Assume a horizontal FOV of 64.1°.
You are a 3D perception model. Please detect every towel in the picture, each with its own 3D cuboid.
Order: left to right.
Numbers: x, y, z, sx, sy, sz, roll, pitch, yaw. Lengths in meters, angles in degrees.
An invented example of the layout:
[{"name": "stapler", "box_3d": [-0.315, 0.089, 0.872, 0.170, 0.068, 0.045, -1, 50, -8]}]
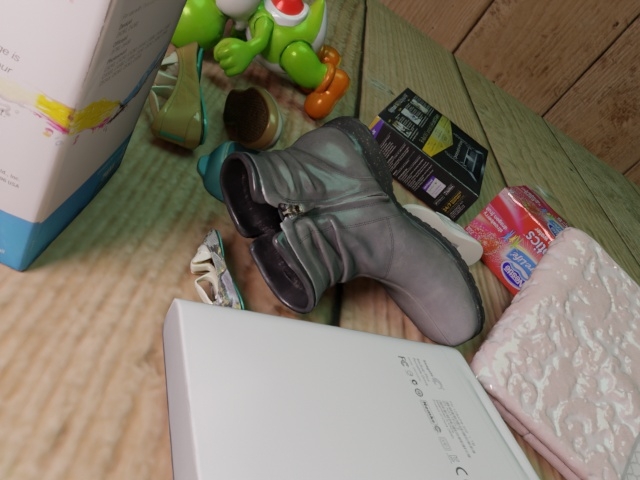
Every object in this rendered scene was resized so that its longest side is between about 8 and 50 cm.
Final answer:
[{"name": "towel", "box_3d": [0.392, 0.177, 0.695, 0.317, 0.053, 0.332, 43, 57, 8]}]

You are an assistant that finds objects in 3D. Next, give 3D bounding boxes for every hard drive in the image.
[{"name": "hard drive", "box_3d": [0.043, 0.174, 0.458, 0.353, 0.047, 0.233, 16, 31, -31]}]

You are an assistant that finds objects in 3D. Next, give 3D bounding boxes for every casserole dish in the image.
[{"name": "casserole dish", "box_3d": [-0.070, -0.075, 0.687, 0.188, 0.037, 0.114, 23, 35, -20]}]

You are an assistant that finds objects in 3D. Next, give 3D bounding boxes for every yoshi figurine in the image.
[{"name": "yoshi figurine", "box_3d": [-0.128, -0.350, 0.893, 0.362, 0.203, 0.203, 32, 71, -36]}]

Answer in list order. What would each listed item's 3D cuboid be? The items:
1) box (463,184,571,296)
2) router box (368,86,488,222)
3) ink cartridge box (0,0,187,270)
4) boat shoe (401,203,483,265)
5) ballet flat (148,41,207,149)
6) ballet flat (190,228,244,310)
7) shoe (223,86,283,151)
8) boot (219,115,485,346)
[{"name": "box", "box_3d": [0.396, 0.033, 0.918, 0.122, 0.128, 0.257, -11, 57, -48]}, {"name": "router box", "box_3d": [0.225, -0.191, 1.072, 0.243, 0.081, 0.309, 39, 33, 0]}, {"name": "ink cartridge box", "box_3d": [-0.247, -0.162, 0.404, 0.198, 0.270, 0.197, 30, 33, -13]}, {"name": "boat shoe", "box_3d": [0.192, -0.018, 0.849, 0.184, 0.066, 0.063, 19, 24, -24]}, {"name": "ballet flat", "box_3d": [-0.196, -0.213, 0.701, 0.073, 0.080, 0.232, 5, 42, -20]}, {"name": "ballet flat", "box_3d": [-0.110, 0.032, 0.516, 0.041, 0.041, 0.114, 8, 43, -38]}, {"name": "shoe", "box_3d": [-0.083, -0.168, 0.698, 0.058, 0.077, 0.219, 14, 17, -26]}, {"name": "boot", "box_3d": [0.038, 0.028, 0.589, 0.338, 0.118, 0.222, 52, 43, 0]}]
